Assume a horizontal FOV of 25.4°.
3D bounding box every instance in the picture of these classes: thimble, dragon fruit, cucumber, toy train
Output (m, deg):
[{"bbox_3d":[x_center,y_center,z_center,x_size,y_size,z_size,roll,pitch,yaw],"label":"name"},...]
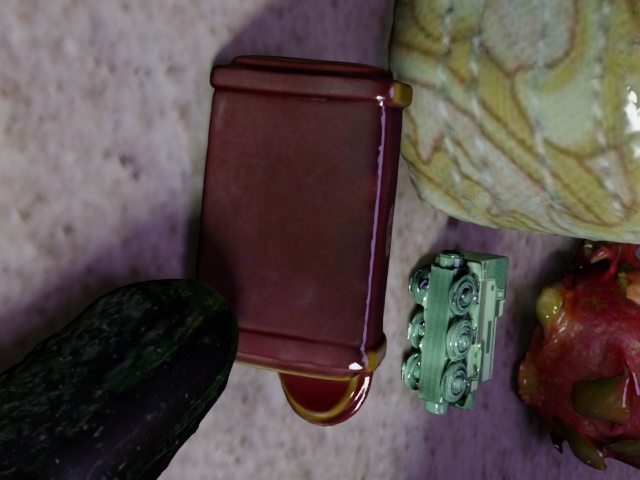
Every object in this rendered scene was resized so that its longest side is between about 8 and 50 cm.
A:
[{"bbox_3d":[0.125,-0.095,0.664,0.137,0.143,0.190,-1,99,-49],"label":"thimble"},{"bbox_3d":[0.212,0.068,0.814,0.150,0.207,0.133,-95,-170,-65],"label":"dragon fruit"},{"bbox_3d":[-0.107,0.087,0.490,0.241,0.074,0.074,-41,127,-38],"label":"cucumber"},{"bbox_3d":[0.068,0.045,0.715,0.053,0.033,0.083,-6,103,-52],"label":"toy train"}]

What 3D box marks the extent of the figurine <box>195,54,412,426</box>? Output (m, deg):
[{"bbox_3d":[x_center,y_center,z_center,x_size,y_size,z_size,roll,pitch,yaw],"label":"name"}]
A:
[{"bbox_3d":[0.001,0.001,0.606,0.098,0.082,0.154,-13,109,-68],"label":"figurine"}]
